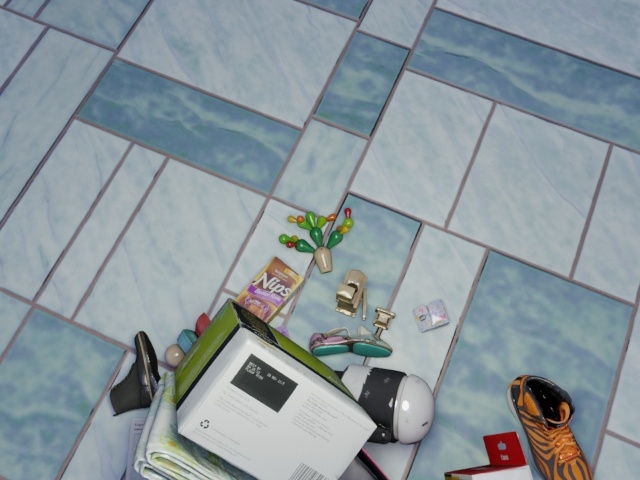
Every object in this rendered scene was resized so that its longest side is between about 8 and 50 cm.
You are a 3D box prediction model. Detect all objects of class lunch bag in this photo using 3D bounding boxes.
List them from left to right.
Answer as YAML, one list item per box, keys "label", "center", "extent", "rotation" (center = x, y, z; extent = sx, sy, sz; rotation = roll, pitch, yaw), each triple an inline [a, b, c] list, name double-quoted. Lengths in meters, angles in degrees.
- label: "lunch bag"
  center: [0.299, 0.206, 1.613]
  extent: [0.083, 0.053, 0.071]
  rotation: [-17, 69, 3]

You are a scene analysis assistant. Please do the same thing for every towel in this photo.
- label: "towel"
  center: [-0.231, 0.451, 1.293]
  extent: [0.320, 0.374, 0.090]
  rotation: [40, 95, -13]

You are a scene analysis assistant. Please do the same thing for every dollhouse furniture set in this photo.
- label: "dollhouse furniture set"
  center: [0.132, 0.145, 1.565]
  extent: [0.160, 0.182, 0.101]
  rotation: [20, 71, 8]

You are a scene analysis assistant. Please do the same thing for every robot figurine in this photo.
- label: "robot figurine"
  center: [0.140, 0.401, 1.460]
  extent: [0.278, 0.173, 0.209]
  rotation: [5, 63, 22]

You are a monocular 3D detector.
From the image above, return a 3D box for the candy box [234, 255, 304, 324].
- label: "candy box"
  center: [-0.143, 0.146, 1.634]
  extent: [0.109, 0.053, 0.187]
  rotation: [38, 73, 13]

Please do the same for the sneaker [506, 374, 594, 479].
- label: "sneaker"
  center: [0.570, 0.477, 1.444]
  extent: [0.124, 0.180, 0.321]
  rotation: [-27, 72, -9]

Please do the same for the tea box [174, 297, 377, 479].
- label: "tea box"
  center: [-0.112, 0.329, 1.266]
  extent: [0.329, 0.323, 0.220]
  rotation: [38, 89, -16]

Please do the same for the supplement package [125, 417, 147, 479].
- label: "supplement package"
  center: [-0.367, 0.548, 1.419]
  extent: [0.139, 0.134, 0.244]
  rotation: [-10, 68, 26]

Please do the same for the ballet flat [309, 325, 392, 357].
- label: "ballet flat"
  center: [0.081, 0.266, 1.585]
  extent: [0.221, 0.077, 0.079]
  rotation: [0, 50, 0]

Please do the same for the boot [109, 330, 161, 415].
- label: "boot"
  center: [-0.496, 0.347, 1.552]
  extent: [0.137, 0.077, 0.198]
  rotation: [-18, 70, -1]

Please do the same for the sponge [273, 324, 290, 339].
- label: "sponge"
  center: [-0.112, 0.334, 1.553]
  extent: [0.117, 0.031, 0.210]
  rotation: [-10, 67, -30]

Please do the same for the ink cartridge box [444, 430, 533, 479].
- label: "ink cartridge box"
  center: [0.380, 0.582, 1.337]
  extent: [0.130, 0.309, 0.272]
  rotation: [-9, 69, -3]

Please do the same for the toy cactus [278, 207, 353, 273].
- label: "toy cactus"
  center: [0.000, 0.000, 1.671]
  extent: [0.218, 0.112, 0.181]
  rotation: [-13, 80, -14]

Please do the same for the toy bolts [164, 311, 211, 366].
- label: "toy bolts"
  center: [-0.305, 0.304, 1.509]
  extent: [0.158, 0.218, 0.228]
  rotation: [-38, 57, -8]

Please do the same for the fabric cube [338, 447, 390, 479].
- label: "fabric cube"
  center: [0.063, 0.634, 1.345]
  extent: [0.254, 0.258, 0.259]
  rotation: [-41, 75, -14]
